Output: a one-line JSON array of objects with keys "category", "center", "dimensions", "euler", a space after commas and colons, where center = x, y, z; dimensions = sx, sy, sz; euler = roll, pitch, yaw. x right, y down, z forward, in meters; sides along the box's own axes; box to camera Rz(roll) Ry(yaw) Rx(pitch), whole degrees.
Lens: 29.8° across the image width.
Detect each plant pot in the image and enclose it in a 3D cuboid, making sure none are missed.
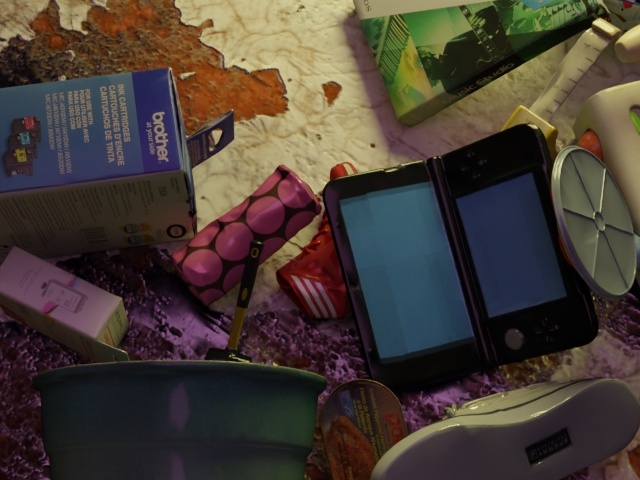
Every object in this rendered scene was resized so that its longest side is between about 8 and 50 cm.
[{"category": "plant pot", "center": [-0.163, 0.323, 1.362], "dimensions": [0.341, 0.341, 0.334], "euler": [1, 76, -2]}]

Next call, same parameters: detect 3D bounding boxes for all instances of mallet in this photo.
[{"category": "mallet", "center": [-0.094, 0.095, 1.553], "dimensions": [0.062, 0.039, 0.189], "euler": [21, 100, 0]}]

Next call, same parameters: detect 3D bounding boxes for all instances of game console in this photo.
[{"category": "game console", "center": [0.175, 0.024, 1.527], "dimensions": [0.173, 0.250, 0.293], "euler": [-8, 81, -48]}]

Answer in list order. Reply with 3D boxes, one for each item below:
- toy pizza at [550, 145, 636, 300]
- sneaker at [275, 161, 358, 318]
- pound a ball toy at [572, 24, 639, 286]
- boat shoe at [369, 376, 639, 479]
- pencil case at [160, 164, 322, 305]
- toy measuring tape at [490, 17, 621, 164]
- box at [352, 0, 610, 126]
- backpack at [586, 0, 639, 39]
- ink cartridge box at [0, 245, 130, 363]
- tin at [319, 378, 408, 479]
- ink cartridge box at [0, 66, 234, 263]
[{"category": "toy pizza", "center": [0.335, -0.020, 1.502], "dimensions": [0.032, 0.201, 0.201], "euler": [-20, 62, 37]}, {"category": "sneaker", "center": [0.000, 0.000, 1.613], "dimensions": [0.128, 0.087, 0.221], "euler": [-5, 67, -6]}, {"category": "pound a ball toy", "center": [0.434, -0.102, 1.605], "dimensions": [0.136, 0.208, 0.319], "euler": [-16, 70, -9]}, {"category": "boat shoe", "center": [0.205, 0.247, 1.493], "dimensions": [0.367, 0.156, 0.135], "euler": [-20, 98, -22]}, {"category": "pencil case", "center": [-0.101, -0.012, 1.591], "dimensions": [0.209, 0.098, 0.095], "euler": [-37, 114, -1]}, {"category": "toy measuring tape", "center": [0.304, -0.144, 1.630], "dimensions": [0.121, 0.121, 0.330], "euler": [38, 102, 12]}, {"category": "box", "center": [0.212, -0.335, 1.684], "dimensions": [0.322, 0.058, 0.232], "euler": [-29, 67, 25]}, {"category": "backpack", "center": [0.449, -0.414, 1.734], "dimensions": [0.277, 0.213, 0.263], "euler": [15, 61, 12]}, {"category": "ink cartridge box", "center": [-0.315, 0.094, 1.546], "dimensions": [0.198, 0.115, 0.067], "euler": [26, 69, 7]}, {"category": "tin", "center": [0.064, 0.267, 1.505], "dimensions": [0.106, 0.040, 0.189], "euler": [-13, 84, 10]}, {"category": "ink cartridge box", "center": [-0.302, -0.088, 1.537], "dimensions": [0.395, 0.270, 0.151], "euler": [-6, 73, -5]}]
